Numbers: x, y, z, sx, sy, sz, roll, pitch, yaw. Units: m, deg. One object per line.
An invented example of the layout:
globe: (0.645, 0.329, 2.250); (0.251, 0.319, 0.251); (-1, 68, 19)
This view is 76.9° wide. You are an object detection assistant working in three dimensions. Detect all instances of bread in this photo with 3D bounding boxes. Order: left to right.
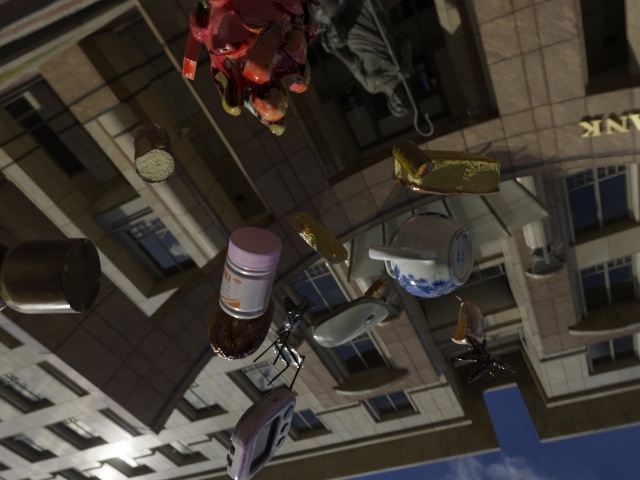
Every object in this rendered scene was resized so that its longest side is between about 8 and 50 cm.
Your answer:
bread: (0.270, 0.242, 1.967); (0.132, 0.074, 0.053); (-48, -114, 12)
bread: (0.458, -0.259, 1.514); (0.324, 0.143, 0.333); (1, -163, -3)

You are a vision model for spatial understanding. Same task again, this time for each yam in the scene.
yam: (-0.579, -0.310, 1.400); (0.130, 0.128, 0.238); (-5, -139, -20)

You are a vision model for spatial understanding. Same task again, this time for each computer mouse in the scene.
computer mouse: (0.116, 0.329, 1.576); (0.331, 0.197, 0.094); (-37, -137, 26)

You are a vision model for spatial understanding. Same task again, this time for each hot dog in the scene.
hot dog: (-0.364, 0.354, 1.859); (0.174, 0.267, 0.387); (-46, -159, 51)

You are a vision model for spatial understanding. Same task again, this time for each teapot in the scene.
teapot: (0.295, 0.041, 1.206); (0.280, 0.252, 0.424); (4, -179, 40)

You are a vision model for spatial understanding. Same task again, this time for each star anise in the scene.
star anise: (0.576, 0.436, 1.462); (0.157, 0.212, 0.053); (-40, 177, 10)

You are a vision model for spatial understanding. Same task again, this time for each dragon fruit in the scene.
dragon fruit: (-0.123, -0.378, 0.770); (0.228, 0.243, 0.307); (-1, -135, -27)

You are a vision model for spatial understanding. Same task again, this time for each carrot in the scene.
carrot: (0.282, -0.250, 1.239); (0.082, 0.082, 0.173); (-28, -134, 5)

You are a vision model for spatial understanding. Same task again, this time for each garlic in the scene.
garlic: (0.586, 0.317, 1.613); (0.091, 0.198, 0.129); (4, 174, -34)

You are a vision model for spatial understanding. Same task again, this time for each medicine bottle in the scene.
medicine bottle: (-0.278, 0.127, 1.583); (0.203, 0.315, 0.202); (13, -153, -7)

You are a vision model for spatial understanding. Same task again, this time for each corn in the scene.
corn: (0.000, 0.000, 1.684); (0.101, 0.310, 0.101); (-44, -161, 20)

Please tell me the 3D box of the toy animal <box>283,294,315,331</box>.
toy animal: (-0.131, 0.313, 1.689); (0.210, 0.117, 0.121); (-50, 180, 42)

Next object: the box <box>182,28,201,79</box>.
box: (-0.504, -0.726, 1.580); (0.229, 0.050, 0.122); (-167, -90, -69)

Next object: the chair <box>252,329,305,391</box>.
chair: (-0.158, 0.511, 1.794); (0.173, 0.158, 0.247); (-5, -150, 41)

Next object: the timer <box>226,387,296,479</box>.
timer: (-0.142, 0.465, 0.976); (0.069, 0.208, 0.191); (27, -154, 26)

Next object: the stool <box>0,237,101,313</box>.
stool: (-0.684, 0.082, 0.938); (0.265, 0.179, 0.179); (-1, -148, -5)
